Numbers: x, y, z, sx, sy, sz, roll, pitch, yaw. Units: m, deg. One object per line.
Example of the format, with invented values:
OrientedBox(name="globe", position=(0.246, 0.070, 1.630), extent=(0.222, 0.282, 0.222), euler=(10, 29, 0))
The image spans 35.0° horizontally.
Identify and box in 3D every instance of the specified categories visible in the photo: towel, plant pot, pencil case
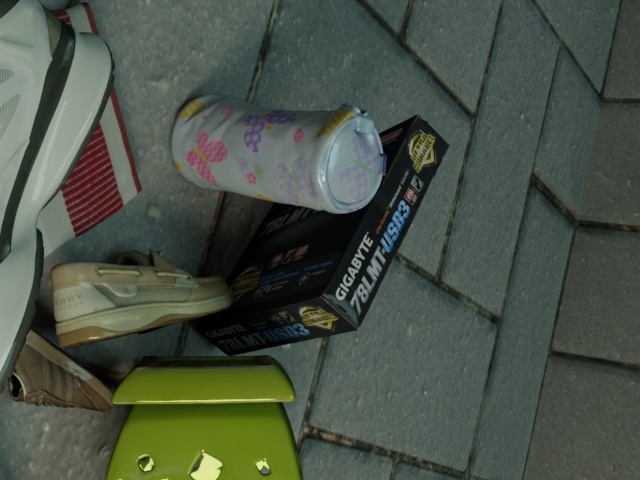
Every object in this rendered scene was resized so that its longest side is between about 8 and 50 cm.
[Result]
OrientedBox(name="towel", position=(-0.324, -0.086, 1.028), extent=(0.329, 0.037, 0.237), euler=(-40, 127, -47))
OrientedBox(name="plant pot", position=(-0.129, 0.239, 1.161), extent=(0.227, 0.228, 0.207), euler=(153, -63, -86))
OrientedBox(name="pencil case", position=(-0.056, -0.108, 1.216), extent=(0.113, 0.273, 0.124), euler=(-14, 109, -48))

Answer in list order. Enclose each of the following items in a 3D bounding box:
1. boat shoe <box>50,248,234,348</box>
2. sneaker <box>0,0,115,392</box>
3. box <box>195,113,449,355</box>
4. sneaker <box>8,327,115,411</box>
OrientedBox(name="boat shoe", position=(-0.200, 0.055, 1.180), extent=(0.302, 0.109, 0.098), euler=(-8, 81, -64))
OrientedBox(name="sneaker", position=(-0.359, -0.043, 0.843), extent=(0.257, 0.169, 0.447), euler=(34, 61, -41))
OrientedBox(name="box", position=(0.000, 0.000, 1.305), extent=(0.073, 0.296, 0.293), euler=(41, 58, -21))
OrientedBox(name="sneaker", position=(-0.300, 0.149, 1.099), extent=(0.071, 0.066, 0.188), euler=(-52, 134, -12))
